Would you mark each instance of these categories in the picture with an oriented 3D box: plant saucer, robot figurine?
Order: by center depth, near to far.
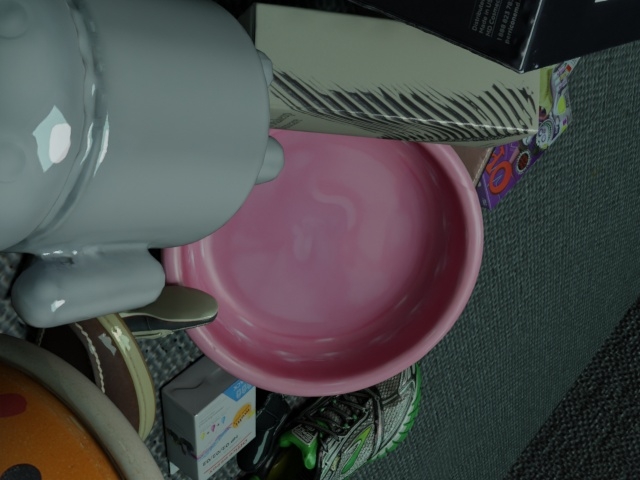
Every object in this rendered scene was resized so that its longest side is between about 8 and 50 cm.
[{"bbox_3d":[-0.176,-0.091,0.751,0.353,0.200,0.300,0,78,-54],"label":"robot figurine"},{"bbox_3d":[0.000,0.000,1.116,0.084,0.332,0.332,-113,-135,-69],"label":"plant saucer"}]

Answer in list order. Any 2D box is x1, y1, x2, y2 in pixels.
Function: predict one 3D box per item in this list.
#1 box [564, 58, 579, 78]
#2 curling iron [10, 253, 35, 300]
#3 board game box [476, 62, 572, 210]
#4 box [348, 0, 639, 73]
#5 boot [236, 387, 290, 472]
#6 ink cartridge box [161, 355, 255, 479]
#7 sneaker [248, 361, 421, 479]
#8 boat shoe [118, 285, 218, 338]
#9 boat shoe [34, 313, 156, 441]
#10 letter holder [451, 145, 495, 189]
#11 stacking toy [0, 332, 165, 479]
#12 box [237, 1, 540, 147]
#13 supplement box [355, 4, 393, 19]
[{"bbox_3d":[0.350,-0.314,1.582,0.114,0.036,0.207,-60,153,6],"label":"box"},{"bbox_3d":[-0.200,-0.057,0.941,0.274,0.035,0.068,-60,153,5],"label":"curling iron"},{"bbox_3d":[0.239,-0.230,1.399,0.208,0.056,0.347,-42,137,-20],"label":"board game box"},{"bbox_3d":[0.151,-0.303,0.978,0.296,0.294,0.182,-23,133,-49],"label":"box"},{"bbox_3d":[-0.087,0.249,1.444,0.121,0.045,0.099,-58,156,-14],"label":"boot"},{"bbox_3d":[-0.135,0.226,1.319,0.104,0.061,0.181,-37,147,-34],"label":"ink cartridge box"},{"bbox_3d":[0.024,0.287,1.571,0.343,0.134,0.146,-52,152,-9],"label":"sneaker"},{"bbox_3d":[-0.168,0.076,1.054,0.049,0.137,0.043,-94,180,-52],"label":"boat shoe"},{"bbox_3d":[-0.248,0.189,1.036,0.123,0.123,0.342,-35,152,-39],"label":"boat shoe"},{"bbox_3d":[0.049,-0.081,1.220,0.152,0.214,0.302,-110,-140,-66],"label":"letter holder"},{"bbox_3d":[-0.344,0.285,0.684,0.480,0.351,0.350,-24,138,-54],"label":"stacking toy"},{"bbox_3d":[0.056,-0.146,0.977,0.113,0.275,0.094,168,-76,-73],"label":"box"},{"bbox_3d":[0.079,-0.249,1.131,0.036,0.098,0.062,-49,153,-9],"label":"supplement box"}]
